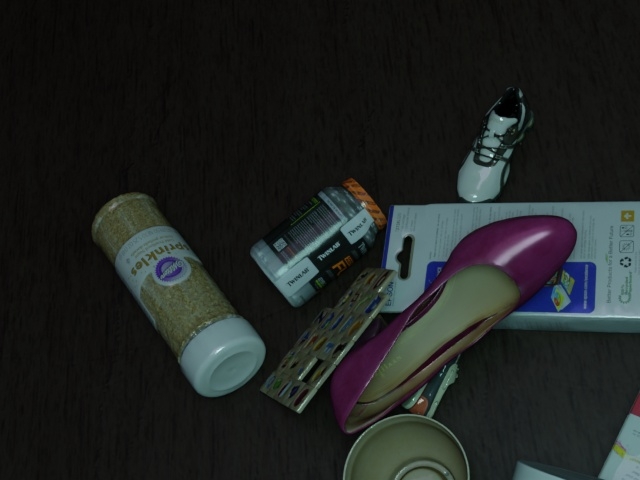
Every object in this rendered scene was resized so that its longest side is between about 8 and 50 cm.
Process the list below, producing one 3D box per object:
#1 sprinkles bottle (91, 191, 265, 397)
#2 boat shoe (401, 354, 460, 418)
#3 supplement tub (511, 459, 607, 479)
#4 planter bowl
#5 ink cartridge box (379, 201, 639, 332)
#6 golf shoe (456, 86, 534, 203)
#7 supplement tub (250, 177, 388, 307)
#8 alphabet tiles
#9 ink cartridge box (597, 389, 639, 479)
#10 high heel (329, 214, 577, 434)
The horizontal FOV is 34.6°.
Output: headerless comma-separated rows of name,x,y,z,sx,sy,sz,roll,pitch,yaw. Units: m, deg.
sprinkles bottle,-0.223,0.076,1.570,0.121,0.121,0.355,-40,57,-3
boat shoe,0.165,0.186,1.415,0.043,0.049,0.137,39,75,-11
supplement tub,0.268,0.420,1.098,0.235,0.235,0.325,13,84,26
planter bowl,0.122,0.317,1.320,0.162,0.109,0.162,-9,62,16
ink cartridge box,0.271,0.035,1.442,0.371,0.069,0.176,1,65,18
golf shoe,0.251,-0.141,1.522,0.077,0.094,0.198,18,68,22
supplement tub,0.000,0.000,1.530,0.190,0.117,0.117,-39,57,-2
alphabet tiles,0.014,0.132,1.438,0.009,0.198,0.237,42,79,-13
ink cartridge box,0.415,0.288,1.248,0.127,0.072,0.175,23,74,29
high heel,0.172,0.114,1.308,0.377,0.127,0.181,-39,21,25
